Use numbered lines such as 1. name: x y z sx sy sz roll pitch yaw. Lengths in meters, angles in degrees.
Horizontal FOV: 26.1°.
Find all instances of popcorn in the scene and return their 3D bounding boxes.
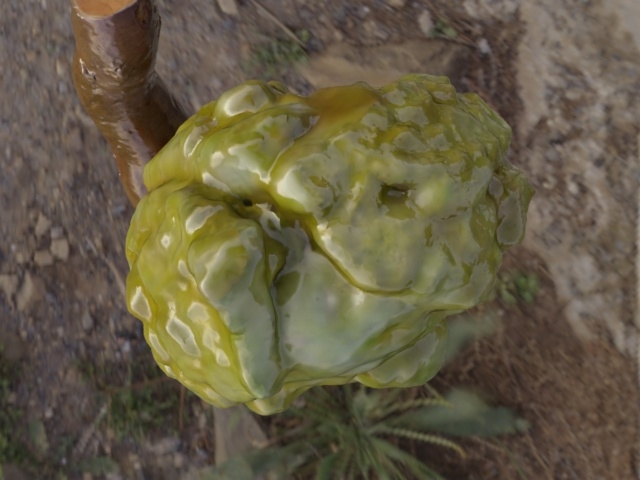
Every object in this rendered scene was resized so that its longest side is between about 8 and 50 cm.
1. popcorn: 0.000 0.000 0.816 0.256 0.255 0.195 -32 76 15

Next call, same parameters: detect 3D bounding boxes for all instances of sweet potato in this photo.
1. sweet potato: -0.111 -0.061 0.913 0.059 0.067 0.281 -57 152 -30
